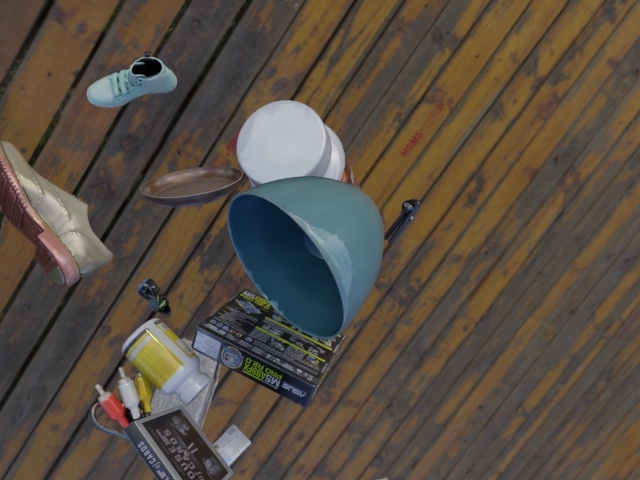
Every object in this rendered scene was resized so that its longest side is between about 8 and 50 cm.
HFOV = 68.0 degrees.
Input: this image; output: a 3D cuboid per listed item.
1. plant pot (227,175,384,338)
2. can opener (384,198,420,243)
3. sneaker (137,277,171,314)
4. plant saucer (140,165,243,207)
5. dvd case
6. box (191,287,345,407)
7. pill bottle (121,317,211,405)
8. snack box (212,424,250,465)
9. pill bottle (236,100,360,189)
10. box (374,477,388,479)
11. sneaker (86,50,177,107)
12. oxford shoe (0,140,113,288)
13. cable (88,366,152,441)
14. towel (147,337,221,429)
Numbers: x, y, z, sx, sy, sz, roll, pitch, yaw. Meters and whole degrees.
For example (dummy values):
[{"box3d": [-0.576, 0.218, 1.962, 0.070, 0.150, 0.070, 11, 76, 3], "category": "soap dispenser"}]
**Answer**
[{"box3d": [0.000, 0.000, 0.853, 0.195, 0.290, 0.290, -37, 122, -31], "category": "plant pot"}, {"box3d": [0.288, -0.066, 1.657, 0.073, 0.059, 0.186, 31, 96, -39], "category": "can opener"}, {"box3d": [-0.542, 0.187, 1.571, 0.067, 0.078, 0.188, -54, 154, -28], "category": "sneaker"}, {"box3d": [-0.392, -0.165, 1.469, 0.311, 0.310, 0.050, -11, 115, -15], "category": "plant saucer"}, {"box3d": [-0.248, 0.391, 0.867, 0.029, 0.238, 0.179, -41, 79, -7], "category": "dvd case"}, {"box3d": [-0.104, 0.219, 1.027, 0.270, 0.216, 0.060, 24, 112, 11], "category": "box"}, {"box3d": [-0.326, 0.262, 1.018, 0.184, 0.103, 0.103, 43, 94, 5], "category": "pill bottle"}, {"box3d": [-0.253, 0.530, 1.135, 0.178, 0.064, 0.022, -40, 158, -31], "category": "snack box"}, {"box3d": [-0.037, -0.152, 1.127, 0.224, 0.224, 0.392, -42, 162, 1], "category": "pill bottle"}, {"box3d": [0.057, 0.341, 0.443, 0.091, 0.170, 0.130, -10, 104, -11], "category": "box"}, {"box3d": [-0.543, -0.450, 1.319, 0.256, 0.151, 0.094, -16, 89, -4], "category": "sneaker"}, {"box3d": [-0.660, -0.077, 1.150, 0.146, 0.140, 0.397, -31, 89, -44], "category": "oxford shoe"}, {"box3d": [-0.383, 0.411, 1.012, 0.139, 0.072, 0.287, -28, 83, -37], "category": "cable"}, {"box3d": [-0.421, 0.454, 1.477, 0.049, 0.187, 0.282, 52, 51, -64], "category": "towel"}]
